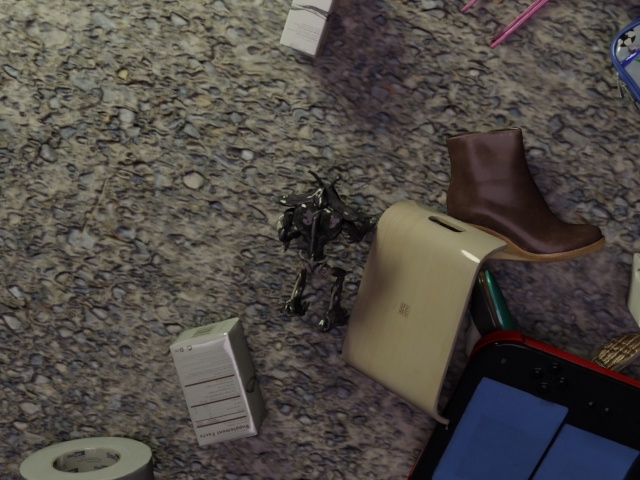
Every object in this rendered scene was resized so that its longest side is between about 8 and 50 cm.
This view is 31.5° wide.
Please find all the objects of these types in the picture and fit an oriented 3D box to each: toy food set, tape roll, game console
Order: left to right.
[{"bbox_3d":[-0.387,0.398,1.892,0.219,0.219,0.072,-2,100,7],"label":"tape roll"},{"bbox_3d":[0.165,0.111,1.803,0.220,0.092,0.306,28,109,44],"label":"toy food set"},{"bbox_3d":[0.348,0.343,1.827,0.342,0.060,0.386,23,121,3],"label":"game console"}]

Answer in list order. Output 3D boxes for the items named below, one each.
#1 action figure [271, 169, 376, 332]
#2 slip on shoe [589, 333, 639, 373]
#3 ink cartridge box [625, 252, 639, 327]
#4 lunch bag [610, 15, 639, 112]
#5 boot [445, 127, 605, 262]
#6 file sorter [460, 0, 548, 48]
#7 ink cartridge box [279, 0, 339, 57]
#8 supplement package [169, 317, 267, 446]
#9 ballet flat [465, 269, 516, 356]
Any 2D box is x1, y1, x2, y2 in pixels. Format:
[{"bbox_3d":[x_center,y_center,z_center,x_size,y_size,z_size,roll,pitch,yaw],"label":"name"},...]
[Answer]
[{"bbox_3d":[0.000,0.000,1.817,0.164,0.141,0.275,11,117,7],"label":"action figure"},{"bbox_3d":[0.473,0.204,1.850,0.135,0.051,0.041,-41,134,4],"label":"slip on shoe"},{"bbox_3d":[0.594,0.095,1.754,0.219,0.160,0.092,11,102,5],"label":"ink cartridge box"},{"bbox_3d":[0.586,-0.276,1.674,0.303,0.115,0.243,-32,70,14],"label":"lunch bag"},{"bbox_3d":[0.320,-0.073,1.787,0.248,0.090,0.207,-1,103,10],"label":"boot"},{"bbox_3d":[0.232,-0.447,1.671,0.182,0.202,0.290,-40,94,13],"label":"file sorter"},{"bbox_3d":[-0.008,-0.365,1.759,0.063,0.109,0.150,20,102,1],"label":"ink cartridge box"},{"bbox_3d":[-0.168,0.235,1.894,0.105,0.105,0.179,-14,99,9],"label":"supplement package"},{"bbox_3d":[0.293,0.186,1.841,0.096,0.095,0.280,-27,96,18],"label":"ballet flat"}]
